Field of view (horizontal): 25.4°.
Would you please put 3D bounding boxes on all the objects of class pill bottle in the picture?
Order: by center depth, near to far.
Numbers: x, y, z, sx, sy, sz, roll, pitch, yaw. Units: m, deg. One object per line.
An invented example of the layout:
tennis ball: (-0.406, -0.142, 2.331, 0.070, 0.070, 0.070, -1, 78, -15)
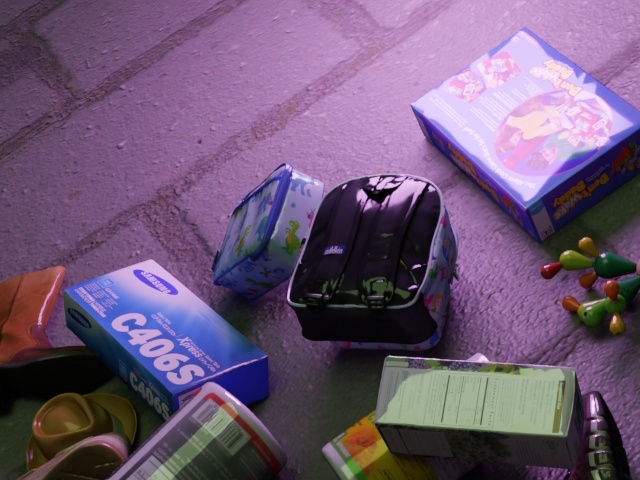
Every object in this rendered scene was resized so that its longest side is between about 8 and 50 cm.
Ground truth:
pill bottle: (0.136, 0.256, 1.849, 0.246, 0.136, 0.136, -35, 42, -6)
pill bottle: (-0.197, 0.343, 1.932, 0.283, 0.161, 0.161, -44, 44, -15)

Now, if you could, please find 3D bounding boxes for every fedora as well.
fedora: (-0.373, 0.287, 2.145, 0.194, 0.079, 0.194, -15, 44, 15)

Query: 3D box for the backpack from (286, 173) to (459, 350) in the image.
backpack: (0.087, 0.032, 2.053, 0.225, 0.191, 0.253, -1, 56, 23)

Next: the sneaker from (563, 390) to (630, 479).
sneaker: (0.292, 0.315, 1.733, 0.162, 0.106, 0.281, -16, 44, 19)

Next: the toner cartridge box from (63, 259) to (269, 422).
toner cartridge box: (-0.239, 0.153, 2.159, 0.165, 0.075, 0.348, -19, 35, -31)

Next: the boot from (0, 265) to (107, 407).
boot: (-0.452, 0.150, 2.344, 0.264, 0.096, 0.280, -20, 34, 20)

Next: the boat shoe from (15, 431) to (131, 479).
boat shoe: (-0.409, 0.398, 2.049, 0.341, 0.121, 0.110, -34, 6, 7)

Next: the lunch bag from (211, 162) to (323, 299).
lunch bag: (-0.081, -0.014, 2.188, 0.219, 0.090, 0.176, -33, 34, 61)

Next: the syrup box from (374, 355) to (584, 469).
syrup box: (0.193, 0.207, 1.718, 0.237, 0.093, 0.096, 1, 58, 19)

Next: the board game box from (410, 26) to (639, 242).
board game box: (0.327, -0.173, 2.203, 0.233, 0.078, 0.347, -34, 42, -5)

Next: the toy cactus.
toy cactus: (0.420, 0.051, 1.931, 0.180, 0.112, 0.219, -32, 32, -17)
